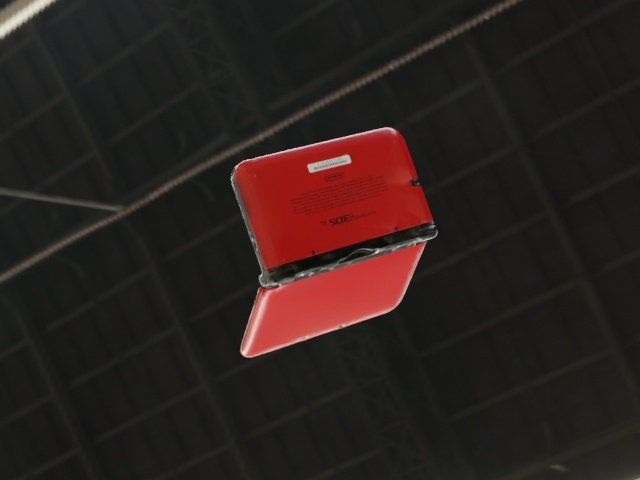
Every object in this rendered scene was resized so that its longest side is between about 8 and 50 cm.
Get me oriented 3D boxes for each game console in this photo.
[{"bbox_3d":[0.000,0.000,0.947,0.085,0.144,0.124,-27,-100,56],"label":"game console"}]
